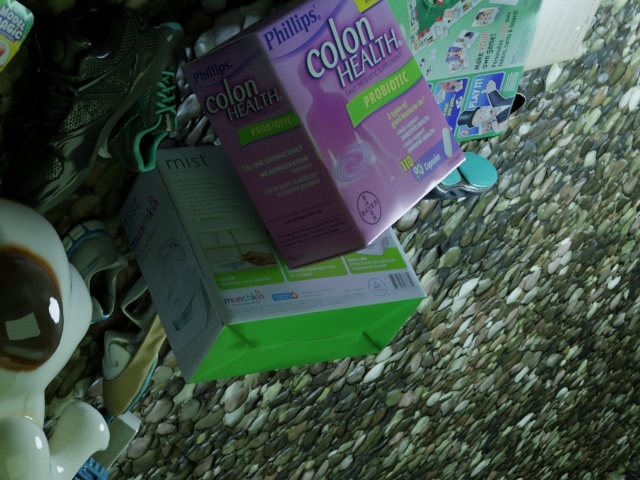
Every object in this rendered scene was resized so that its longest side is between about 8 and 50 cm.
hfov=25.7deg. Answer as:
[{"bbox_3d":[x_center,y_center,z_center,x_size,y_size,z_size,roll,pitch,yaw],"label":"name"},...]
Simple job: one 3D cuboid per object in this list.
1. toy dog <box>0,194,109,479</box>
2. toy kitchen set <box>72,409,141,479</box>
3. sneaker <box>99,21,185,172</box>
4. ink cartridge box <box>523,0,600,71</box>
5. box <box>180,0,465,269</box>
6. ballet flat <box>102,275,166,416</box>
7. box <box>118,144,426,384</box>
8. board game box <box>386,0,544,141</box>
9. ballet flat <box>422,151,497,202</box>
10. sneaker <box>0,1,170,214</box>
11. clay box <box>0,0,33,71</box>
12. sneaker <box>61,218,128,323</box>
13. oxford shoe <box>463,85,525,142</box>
[{"bbox_3d":[-0.385,0.134,1.314,0.395,0.284,0.408,31,99,-42],"label":"toy dog"},{"bbox_3d":[-0.325,0.243,1.695,0.122,0.166,0.207,-51,-172,4],"label":"toy kitchen set"},{"bbox_3d":[-0.169,-0.142,1.437,0.065,0.076,0.166,-8,131,-51],"label":"sneaker"},{"bbox_3d":[0.291,-0.341,1.823,0.193,0.088,0.235,-19,139,-44],"label":"ink cartridge box"},{"bbox_3d":[0.009,-0.131,1.471,0.117,0.243,0.213,-18,-165,43],"label":"box"},{"bbox_3d":[-0.219,0.105,1.686,0.073,0.080,0.232,24,103,-31],"label":"ballet flat"},{"bbox_3d":[-0.055,0.013,1.548,0.262,0.231,0.127,-7,147,-34],"label":"box"},{"bbox_3d":[0.150,-0.232,1.693,0.213,0.046,0.317,-10,144,-15],"label":"board game box"},{"bbox_3d":[0.180,-0.087,2.004,0.203,0.074,0.074,-9,132,-58],"label":"ballet flat"},{"bbox_3d":[-0.248,-0.133,1.333,0.227,0.087,0.130,-52,149,-2],"label":"sneaker"},{"bbox_3d":[-0.356,-0.140,1.205,0.222,0.053,0.127,-51,151,1],"label":"clay box"},{"bbox_3d":[-0.272,0.075,1.546,0.071,0.083,0.191,-3,129,-54],"label":"sneaker"},{"bbox_3d":[0.187,-0.168,1.879,0.227,0.096,0.083,-31,148,-27],"label":"oxford shoe"}]
